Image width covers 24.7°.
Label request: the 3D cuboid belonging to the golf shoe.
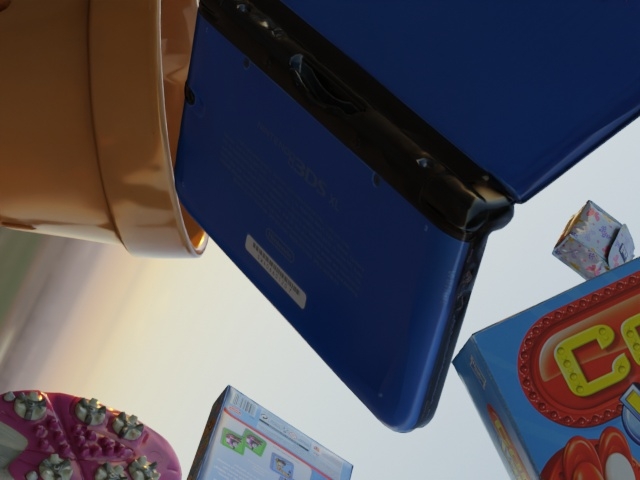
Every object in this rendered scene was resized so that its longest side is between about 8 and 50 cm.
[{"bbox_3d":[-0.265,0.195,1.151,0.115,0.306,0.140,-108,-147,-44],"label":"golf shoe"}]

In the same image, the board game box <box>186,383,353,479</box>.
[{"bbox_3d":[-0.053,0.252,1.422,0.039,0.160,0.211,-50,-169,27],"label":"board game box"}]

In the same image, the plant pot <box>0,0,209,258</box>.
[{"bbox_3d":[-0.216,-0.121,1.313,0.291,0.203,0.291,-4,90,-86],"label":"plant pot"}]

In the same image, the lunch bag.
[{"bbox_3d":[0.313,0.007,1.639,0.071,0.083,0.053,-53,-178,-40],"label":"lunch bag"}]

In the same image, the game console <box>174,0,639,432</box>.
[{"bbox_3d":[0.057,-0.071,0.926,0.293,0.173,0.250,45,-45,40],"label":"game console"}]

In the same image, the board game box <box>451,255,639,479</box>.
[{"bbox_3d":[0.271,0.126,0.738,0.308,0.302,0.086,-25,169,-5],"label":"board game box"}]
